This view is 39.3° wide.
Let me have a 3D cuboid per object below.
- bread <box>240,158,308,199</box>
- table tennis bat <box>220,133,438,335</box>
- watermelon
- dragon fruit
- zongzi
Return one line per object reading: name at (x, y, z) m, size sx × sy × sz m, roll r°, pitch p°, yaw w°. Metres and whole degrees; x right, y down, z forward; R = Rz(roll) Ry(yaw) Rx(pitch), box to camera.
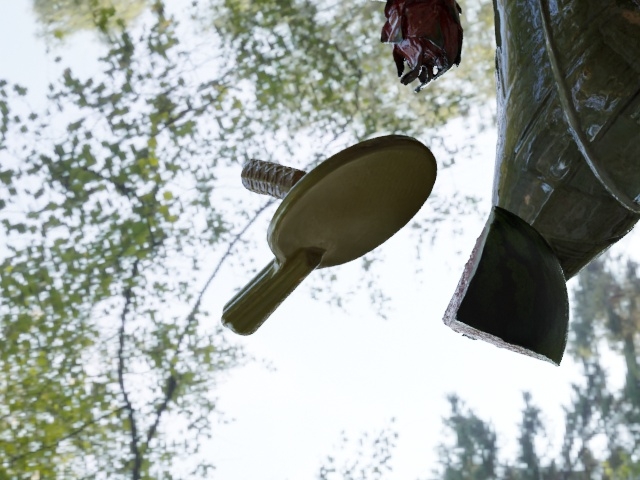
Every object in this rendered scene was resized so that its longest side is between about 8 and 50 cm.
bread at (-0.065, -0.087, 1.321) m, size 0.044 × 0.157 × 0.052 m, roll 15°, pitch -88°, yaw -41°
table tennis bat at (0.000, 0.000, 1.004) m, size 0.198 × 0.321 × 0.050 m, roll 13°, pitch -140°, yaw -52°
watermelon at (0.135, 0.055, 0.671) m, size 0.135 × 0.094 × 0.125 m, roll 51°, pitch -145°, yaw -23°
dragon fruit at (0.149, -0.299, 1.298) m, size 0.142 × 0.130 × 0.121 m, roll 51°, pitch -165°, yaw -15°
zongzi at (0.232, -0.197, 1.125) m, size 0.218 × 0.467 × 0.500 m, roll 16°, pitch -140°, yaw -55°
